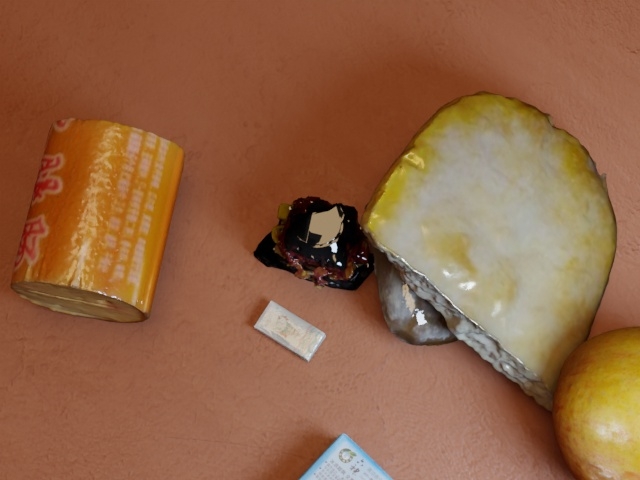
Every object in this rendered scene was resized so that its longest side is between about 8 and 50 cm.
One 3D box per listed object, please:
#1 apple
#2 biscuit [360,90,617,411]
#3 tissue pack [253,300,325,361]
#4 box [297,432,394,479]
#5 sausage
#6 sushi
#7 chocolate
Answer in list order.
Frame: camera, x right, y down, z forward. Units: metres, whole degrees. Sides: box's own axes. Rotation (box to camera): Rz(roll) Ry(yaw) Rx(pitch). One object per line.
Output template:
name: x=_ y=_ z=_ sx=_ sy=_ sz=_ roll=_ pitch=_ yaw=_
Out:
apple: x=0.486 y=0.275 z=1.655 sx=0.275 sy=0.299 sz=0.299 roll=9 pitch=71 yaw=21
biscuit: x=0.285 y=-0.022 z=1.785 sx=0.429 sy=0.104 sz=0.446 roll=34 pitch=64 yaw=-13
tissue pack: x=-0.050 y=0.149 z=1.847 sx=0.108 sy=0.023 sz=0.056 roll=30 pitch=75 yaw=11
box: x=0.070 y=0.429 z=1.721 sx=0.232 sy=0.083 sz=0.142 roll=42 pitch=78 yaw=15
sausage: x=-0.357 y=-0.032 z=1.810 sx=0.233 sy=0.233 sz=0.287 roll=10 pitch=72 yaw=5
sushi: x=0.000 y=0.000 z=1.828 sx=0.172 sy=0.150 sz=0.153 roll=39 pitch=76 yaw=13
chocolate: x=0.172 y=0.040 z=1.812 sx=0.156 sy=0.080 sz=0.254 roll=2 pitch=71 yaw=-33
